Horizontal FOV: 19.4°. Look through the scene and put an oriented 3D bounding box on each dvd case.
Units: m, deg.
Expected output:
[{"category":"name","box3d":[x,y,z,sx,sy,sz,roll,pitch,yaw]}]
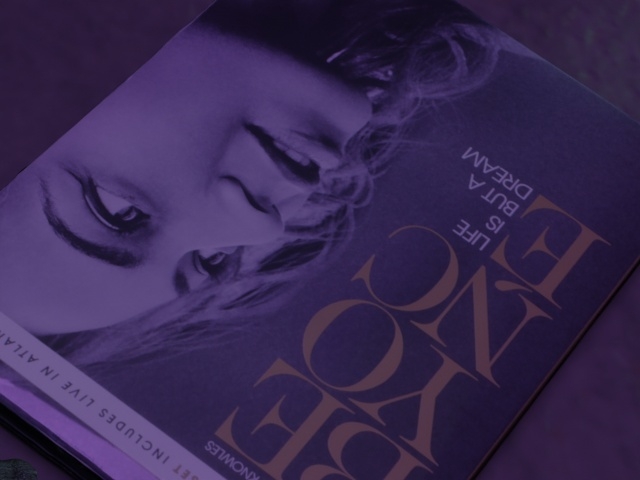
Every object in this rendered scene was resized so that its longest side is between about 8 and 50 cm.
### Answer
[{"category":"dvd case","box3d":[0.000,0.000,0.580,0.164,0.018,0.221,35,56,11]}]

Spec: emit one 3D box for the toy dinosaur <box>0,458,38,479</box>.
[{"category":"toy dinosaur","box3d":[-0.057,0.154,0.419,0.118,0.064,0.268,-42,58,-6]}]
